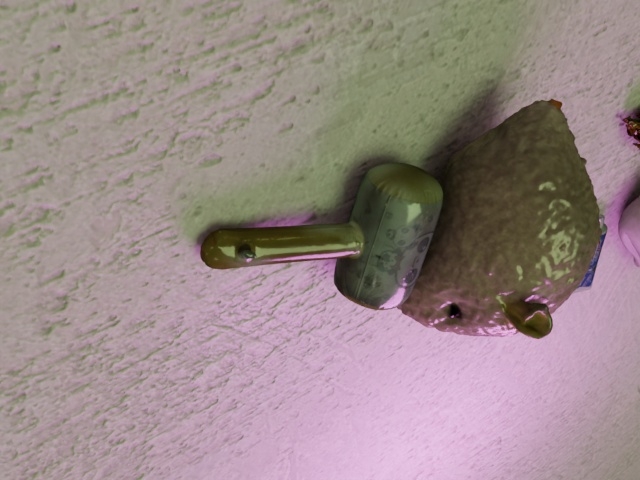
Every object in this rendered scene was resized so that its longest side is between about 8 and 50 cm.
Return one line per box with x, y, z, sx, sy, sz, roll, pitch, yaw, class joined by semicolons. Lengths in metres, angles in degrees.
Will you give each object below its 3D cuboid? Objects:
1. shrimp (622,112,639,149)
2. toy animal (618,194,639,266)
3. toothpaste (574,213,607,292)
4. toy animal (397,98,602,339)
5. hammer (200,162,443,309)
0.598;-0.199;1.272;0.267;0.061;0.145;-2;112;-33;shrimp
0.672;-0.014;1.391;0.265;0.205;0.272;14;148;-33;toy animal
0.504;0.029;1.402;0.057;0.034;0.197;-12;133;-12;toothpaste
0.255;-0.014;1.010;0.188;0.227;0.358;-32;148;-57;toy animal
0.000;0.000;0.923;0.306;0.113;0.201;-3;121;-28;hammer
